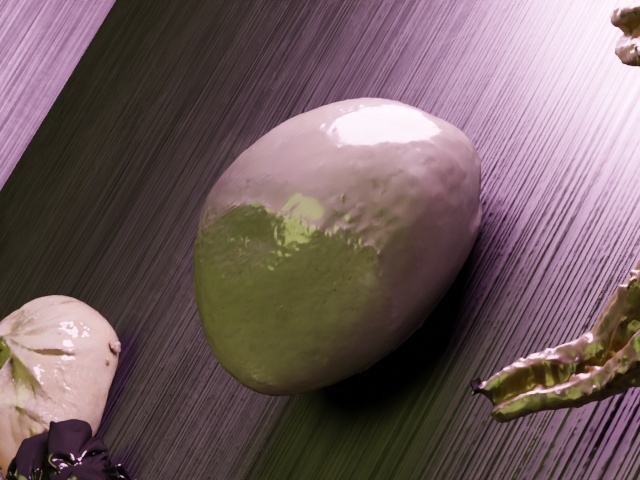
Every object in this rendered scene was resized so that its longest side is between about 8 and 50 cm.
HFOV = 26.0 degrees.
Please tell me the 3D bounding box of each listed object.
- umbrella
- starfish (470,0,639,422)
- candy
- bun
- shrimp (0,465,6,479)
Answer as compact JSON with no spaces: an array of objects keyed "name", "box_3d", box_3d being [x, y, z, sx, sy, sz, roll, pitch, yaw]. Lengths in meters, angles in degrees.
[{"name":"umbrella","box_3d":[-0.239,0.268,1.411,0.118,0.118,0.340,-59,23,-4]},{"name":"starfish","box_3d":[0.239,-0.010,0.774,0.324,0.082,0.432,-63,26,-4]},{"name":"candy","box_3d":[0.000,0.000,1.152,0.295,0.185,0.295,-47,18,20]},{"name":"bun","box_3d":[-0.363,0.185,1.724,0.259,0.160,0.259,-50,21,27]},{"name":"shrimp","box_3d":[-0.352,0.322,1.547,0.046,0.152,0.219,-25,5,-19]}]
